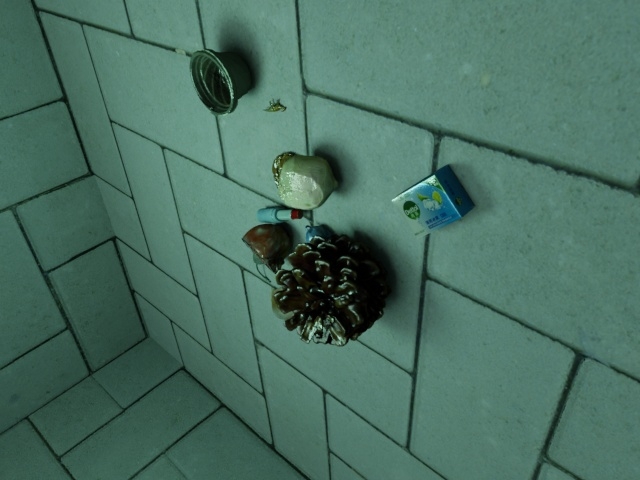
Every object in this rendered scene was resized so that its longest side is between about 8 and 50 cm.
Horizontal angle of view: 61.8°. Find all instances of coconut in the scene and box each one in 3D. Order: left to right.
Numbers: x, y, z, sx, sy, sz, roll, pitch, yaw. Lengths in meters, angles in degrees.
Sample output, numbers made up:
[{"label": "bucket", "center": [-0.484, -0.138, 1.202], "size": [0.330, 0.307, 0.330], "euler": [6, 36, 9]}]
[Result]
[{"label": "coconut", "center": [-0.037, -0.192, 1.756], "size": [0.194, 0.194, 0.195], "euler": [31, 138, 32]}]

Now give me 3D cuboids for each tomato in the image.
[{"label": "tomato", "center": [-0.197, 0.015, 2.131], "size": [0.180, 0.155, 0.214], "euler": [38, 170, 21]}]

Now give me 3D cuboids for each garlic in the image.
[{"label": "garlic", "center": [-0.128, 0.267, 2.329], "size": [0.266, 0.128, 0.148], "euler": [-25, 110, 45]}]

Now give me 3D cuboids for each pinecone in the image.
[{"label": "pinecone", "center": [0.022, 0.177, 1.826], "size": [0.397, 0.397, 0.398], "euler": [31, 138, 32]}]

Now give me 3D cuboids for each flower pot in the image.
[{"label": "flower pot", "center": [-0.329, -0.558, 1.839], "size": [0.235, 0.140, 0.236], "euler": [33, 141, 32]}]

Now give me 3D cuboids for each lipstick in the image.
[{"label": "lipstick", "center": [-0.153, -0.098, 2.062], "size": [0.274, 0.068, 0.061], "euler": [2, 78, 52]}]

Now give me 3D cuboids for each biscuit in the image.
[{"label": "biscuit", "center": [-0.096, -0.211, 1.929], "size": [0.225, 0.042, 0.226], "euler": [30, 138, 31]}]

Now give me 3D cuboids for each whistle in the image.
[{"label": "whistle", "center": [0.000, 0.000, 1.948], "size": [0.158, 0.090, 0.090], "euler": [46, 144, 15]}]

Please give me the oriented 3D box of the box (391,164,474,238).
[{"label": "box", "center": [0.311, -0.104, 1.496], "size": [0.139, 0.073, 0.194], "euler": [56, 146, -1]}]

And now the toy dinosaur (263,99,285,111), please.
[{"label": "toy dinosaur", "center": [-0.164, -0.456, 1.821], "size": [0.113, 0.026, 0.041], "euler": [10, 142, 36]}]

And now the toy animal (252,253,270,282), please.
[{"label": "toy animal", "center": [-0.262, 0.097, 2.362], "size": [0.079, 0.070, 0.253], "euler": [54, 152, 32]}]
